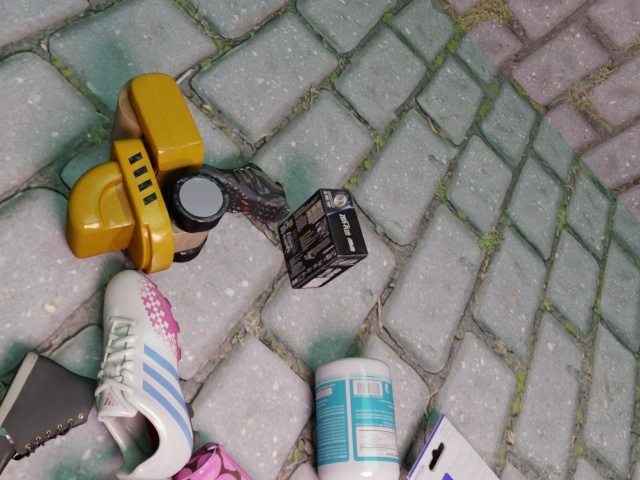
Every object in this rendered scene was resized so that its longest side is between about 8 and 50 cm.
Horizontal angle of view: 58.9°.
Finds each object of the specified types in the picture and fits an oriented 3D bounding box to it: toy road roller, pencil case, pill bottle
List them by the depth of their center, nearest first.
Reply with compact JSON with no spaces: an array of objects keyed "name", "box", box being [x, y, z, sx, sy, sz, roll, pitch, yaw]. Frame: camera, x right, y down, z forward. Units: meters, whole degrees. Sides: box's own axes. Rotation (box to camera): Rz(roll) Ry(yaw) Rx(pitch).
[{"name":"pencil case","box":[-0.131,0.412,0.890,0.098,0.095,0.209,-44,98,-8]},{"name":"toy road roller","box":[-0.324,-0.103,0.968,0.240,0.202,0.330,-15,75,-31]},{"name":"pill bottle","box":[0.065,0.357,1.027,0.146,0.146,0.264,16,57,-29]}]

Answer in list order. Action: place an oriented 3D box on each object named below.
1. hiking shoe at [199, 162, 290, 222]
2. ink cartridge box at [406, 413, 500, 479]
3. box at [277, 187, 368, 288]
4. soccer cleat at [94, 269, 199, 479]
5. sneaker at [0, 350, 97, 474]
[{"name":"hiking shoe","box":[-0.170,-0.115,1.176,0.226,0.086,0.114,22,40,-32]},{"name":"ink cartridge box","box":[0.315,0.554,1.156,0.371,0.069,0.176,51,48,-5]},{"name":"box","box":[0.000,0.000,1.156,0.077,0.180,0.147,-1,65,-35]},{"name":"soccer cleat","box":[-0.282,0.195,0.859,0.143,0.116,0.331,9,56,-62]},{"name":"sneaker","box":[-0.393,0.270,0.779,0.118,0.083,0.222,27,51,-22]}]
